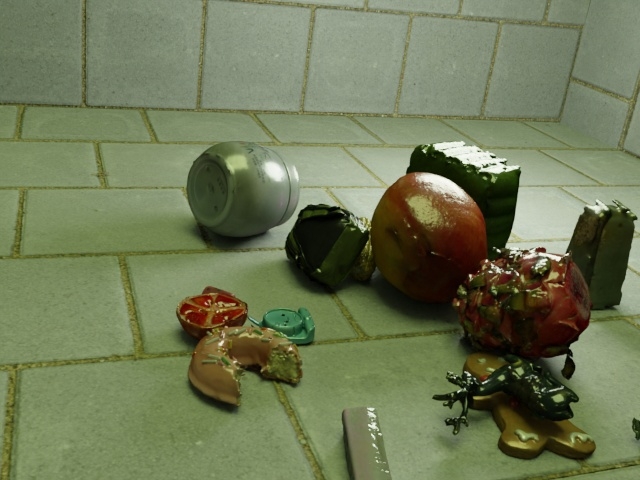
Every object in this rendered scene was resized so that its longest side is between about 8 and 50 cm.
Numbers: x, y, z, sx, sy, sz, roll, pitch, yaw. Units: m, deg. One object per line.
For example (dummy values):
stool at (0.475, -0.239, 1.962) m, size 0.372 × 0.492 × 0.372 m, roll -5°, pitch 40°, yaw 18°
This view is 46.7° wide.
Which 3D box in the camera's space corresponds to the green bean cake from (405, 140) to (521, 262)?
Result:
green bean cake at (0.398, -0.104, 2.159) m, size 0.218 × 0.319 × 0.335 m, roll -10°, pitch 32°, yaw -41°

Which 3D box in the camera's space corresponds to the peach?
peach at (0.276, 0.001, 1.885) m, size 0.290 × 0.372 × 0.372 m, roll -7°, pitch 21°, yaw 10°

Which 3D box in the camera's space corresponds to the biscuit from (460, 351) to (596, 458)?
biscuit at (0.394, 0.318, 1.511) m, size 0.216 × 0.047 × 0.339 m, roll 3°, pitch 24°, yaw -12°

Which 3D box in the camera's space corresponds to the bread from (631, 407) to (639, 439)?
bread at (0.693, 0.364, 1.417) m, size 0.110 × 0.103 × 0.156 m, roll -17°, pitch 39°, yaw -34°

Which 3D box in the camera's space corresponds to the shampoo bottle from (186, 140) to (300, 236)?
shampoo bottle at (-0.219, -0.147, 2.121) m, size 0.273 × 0.273 × 0.266 m, roll 26°, pitch 22°, yaw 37°

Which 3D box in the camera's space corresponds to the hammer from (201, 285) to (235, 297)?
hammer at (-0.241, 0.135, 1.758) m, size 0.083 × 0.043 × 0.043 m, roll 15°, pitch 24°, yaw 22°

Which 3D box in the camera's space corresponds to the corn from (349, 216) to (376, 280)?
corn at (0.114, 0.026, 2.050) m, size 0.106 × 0.106 × 0.293 m, roll 8°, pitch 27°, yaw 2°

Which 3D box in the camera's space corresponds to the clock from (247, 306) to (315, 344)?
clock at (-0.090, 0.191, 1.665) m, size 0.147 × 0.045 × 0.108 m, roll 0°, pitch 23°, yaw -15°

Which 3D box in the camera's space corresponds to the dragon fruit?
dragon fruit at (0.450, 0.154, 1.678) m, size 0.291 × 0.269 × 0.250 m, roll -20°, pitch 18°, yaw 31°

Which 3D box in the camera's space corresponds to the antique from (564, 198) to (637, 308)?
antique at (0.742, 0.029, 1.980) m, size 0.125 × 0.284 × 0.150 m, roll 0°, pitch 26°, yaw -15°

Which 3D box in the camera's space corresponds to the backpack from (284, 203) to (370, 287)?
backpack at (0.000, 0.000, 1.946) m, size 0.140 × 0.207 × 0.253 m, roll 35°, pitch -4°, yaw -33°

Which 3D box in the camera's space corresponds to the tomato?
tomato at (-0.240, 0.175, 1.624) m, size 0.156 × 0.069 × 0.155 m, roll 3°, pitch 25°, yaw -1°

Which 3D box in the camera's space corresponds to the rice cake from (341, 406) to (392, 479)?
rice cake at (0.083, 0.399, 1.207) m, size 0.070 × 0.064 × 0.399 m, roll -1°, pitch 24°, yaw -4°

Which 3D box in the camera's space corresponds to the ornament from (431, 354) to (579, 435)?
ornament at (0.334, 0.303, 1.395) m, size 0.236 × 0.080 × 0.202 m, roll -9°, pitch 25°, yaw -27°

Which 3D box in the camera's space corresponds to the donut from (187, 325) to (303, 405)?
donut at (-0.158, 0.237, 1.490) m, size 0.199 × 0.085 × 0.233 m, roll 25°, pitch 27°, yaw 38°
